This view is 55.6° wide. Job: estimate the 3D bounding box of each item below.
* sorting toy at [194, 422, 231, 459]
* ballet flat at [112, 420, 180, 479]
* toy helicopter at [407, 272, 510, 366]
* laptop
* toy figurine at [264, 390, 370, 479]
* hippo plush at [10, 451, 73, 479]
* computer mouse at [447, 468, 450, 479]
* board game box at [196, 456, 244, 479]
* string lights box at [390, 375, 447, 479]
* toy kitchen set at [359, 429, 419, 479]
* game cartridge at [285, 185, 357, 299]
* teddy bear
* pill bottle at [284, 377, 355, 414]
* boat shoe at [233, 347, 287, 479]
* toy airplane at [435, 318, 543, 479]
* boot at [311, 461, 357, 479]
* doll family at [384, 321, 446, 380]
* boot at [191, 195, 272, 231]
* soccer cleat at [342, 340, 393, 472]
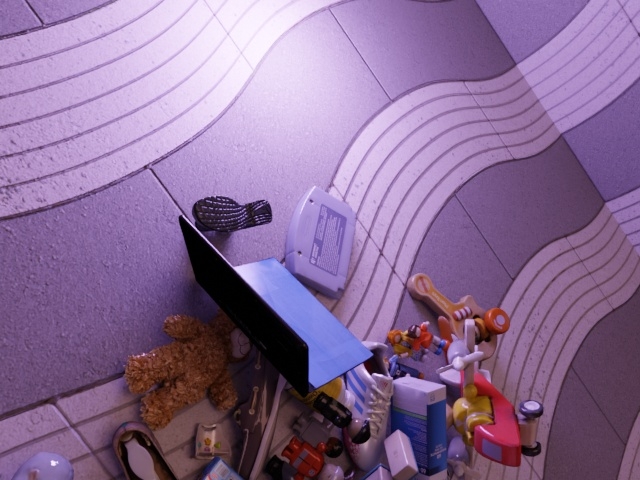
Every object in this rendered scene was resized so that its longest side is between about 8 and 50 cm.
[{"bbox_3d":[-0.242,0.436,1.325,0.083,0.045,0.075,15,54,-33],"label":"sorting toy"},{"bbox_3d":[-0.309,0.489,1.159,0.108,0.106,0.316,-32,78,-25],"label":"ballet flat"},{"bbox_3d":[0.405,0.246,1.903,0.355,0.140,0.235,41,58,-4],"label":"toy helicopter"},{"bbox_3d":[-0.078,0.117,1.333,0.236,0.407,0.382,-38,65,-23],"label":"laptop"},{"bbox_3d":[-0.004,0.478,1.378,0.148,0.209,0.213,36,46,3],"label":"toy figurine"},{"bbox_3d":[-0.461,0.496,1.047,0.236,0.234,0.294,44,90,7],"label":"hippo plush"},{"bbox_3d":[0.279,0.675,1.643,0.193,0.042,0.106,-25,83,-37],"label":"computer mouse"},{"bbox_3d":[-0.225,0.583,1.246,0.160,0.039,0.211,48,59,-12],"label":"board game box"},{"bbox_3d":[0.254,0.500,1.582,0.077,0.133,0.259,-5,95,-41],"label":"string lights box"},{"bbox_3d":[0.185,0.609,1.503,0.166,0.207,0.122,40,16,-20],"label":"toy kitchen set"},{"bbox_3d":[0.000,0.000,1.707,0.196,0.060,0.294,32,53,-29],"label":"game cartridge"},{"bbox_3d":[-0.268,0.267,1.331,0.338,0.113,0.244,-7,78,-41],"label":"teddy bear"},{"bbox_3d":[-0.004,0.366,1.504,0.184,0.103,0.103,39,51,-19],"label":"pill bottle"},{"bbox_3d":[-0.139,0.378,1.379,0.097,0.116,0.324,14,77,3],"label":"boat shoe"},{"bbox_3d":[0.403,0.452,1.680,0.273,0.384,0.385,-8,64,-10],"label":"toy airplane"},{"bbox_3d":[0.029,0.567,1.492,0.114,0.037,0.106,47,46,-6],"label":"boot"},{"bbox_3d":[0.232,0.346,1.721,0.163,0.118,0.262,32,71,-32],"label":"doll family"},{"bbox_3d":[-0.244,-0.046,1.443,0.247,0.161,0.083,-2,80,-54],"label":"boot"},{"bbox_3d":[0.129,0.420,1.562,0.116,0.143,0.331,11,64,-36],"label":"soccer cleat"}]
